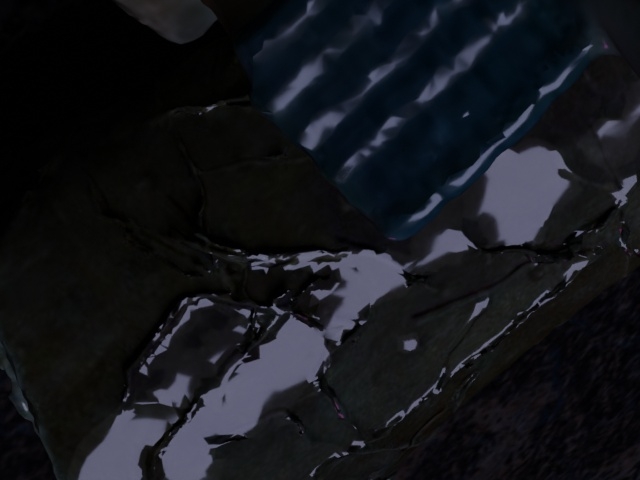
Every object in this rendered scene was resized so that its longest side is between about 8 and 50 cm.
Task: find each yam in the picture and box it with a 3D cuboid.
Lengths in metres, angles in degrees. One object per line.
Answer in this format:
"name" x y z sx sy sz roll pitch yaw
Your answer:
"yam" -0.002 -0.005 0.637 0.271 0.202 0.201 -29 138 -9

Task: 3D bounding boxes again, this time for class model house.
"model house" 0.042 -0.130 0.431 0.267 0.325 0.194 -43 145 9
